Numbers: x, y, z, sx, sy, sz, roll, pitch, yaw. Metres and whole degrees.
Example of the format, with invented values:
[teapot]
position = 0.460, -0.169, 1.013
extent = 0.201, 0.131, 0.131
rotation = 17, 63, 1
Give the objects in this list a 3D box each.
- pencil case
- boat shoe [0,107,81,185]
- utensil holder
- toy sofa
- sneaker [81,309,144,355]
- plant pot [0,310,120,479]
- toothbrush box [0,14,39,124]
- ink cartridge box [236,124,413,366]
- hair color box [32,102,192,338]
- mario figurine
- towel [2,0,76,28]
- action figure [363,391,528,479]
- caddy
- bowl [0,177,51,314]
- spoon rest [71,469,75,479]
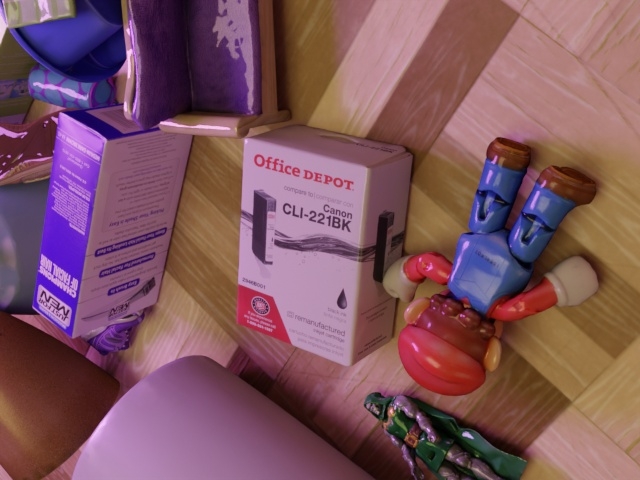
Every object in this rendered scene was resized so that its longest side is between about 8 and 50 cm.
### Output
[pencil case]
position = -0.400, -0.247, 1.354
extent = 0.151, 0.070, 0.065
rotation = 15, 148, 28
[boat shoe]
position = -0.477, -0.143, 1.382
extent = 0.302, 0.098, 0.109
rotation = -11, 77, 20
[utensil holder]
position = -0.113, 0.391, 1.198
extent = 0.385, 0.327, 0.328
rotation = 33, 121, 26
[toy sofa]
position = -0.153, -0.318, 1.090
extent = 0.150, 0.177, 0.363
rotation = 9, 108, 33
[sneaker]
position = -0.345, 0.154, 1.453
extent = 0.071, 0.068, 0.170
rotation = 52, 136, -8
[plant pot]
position = -0.516, 0.240, 1.428
extent = 0.237, 0.237, 0.254
rotation = -26, 112, 37
[toothbrush box]
position = -0.570, -0.336, 1.411
extent = 0.206, 0.122, 0.283
rotation = 49, 127, 13
[ink cartridge box]
position = 0.000, 0.000, 1.119
extent = 0.196, 0.114, 0.273
rotation = 17, 112, 31
[hair color box]
position = -0.319, -0.036, 1.288
extent = 0.110, 0.185, 0.339
rotation = 29, 119, 25
[mario figurine]
position = 0.200, 0.042, 1.016
extent = 0.321, 0.170, 0.198
rotation = -65, 30, 19
[towel]
position = -0.360, -0.345, 1.037
extent = 0.113, 0.023, 0.152
rotation = -3, 101, 25
[action figure]
position = 0.153, 0.280, 1.137
extent = 0.232, 0.063, 0.137
rotation = 34, 124, 26
[caddy]
position = -0.349, -0.394, 1.165
extent = 0.179, 0.241, 0.342
rotation = -16, 94, 33
[bowl]
position = -0.555, 0.005, 1.481
extent = 0.311, 0.163, 0.312
rotation = 11, 109, 32
[spoon rest]
position = -0.392, 0.533, 1.595
extent = 0.276, 0.084, 0.137
rotation = 54, 126, 25
